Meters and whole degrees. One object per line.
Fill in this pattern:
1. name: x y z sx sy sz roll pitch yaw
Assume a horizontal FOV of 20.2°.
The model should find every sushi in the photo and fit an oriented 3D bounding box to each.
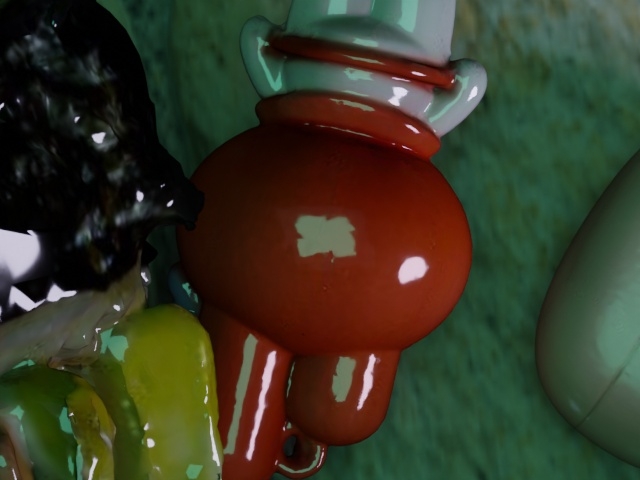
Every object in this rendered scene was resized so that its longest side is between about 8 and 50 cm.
1. sushi: -0.196 0.062 0.860 0.328 0.328 0.285 -25 96 34

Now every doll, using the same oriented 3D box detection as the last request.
1. doll: 0.000 0.000 0.950 0.161 0.130 0.290 13 90 1

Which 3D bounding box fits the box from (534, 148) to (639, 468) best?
1. box: 0.204 0.027 0.959 0.146 0.088 0.200 32 85 6
